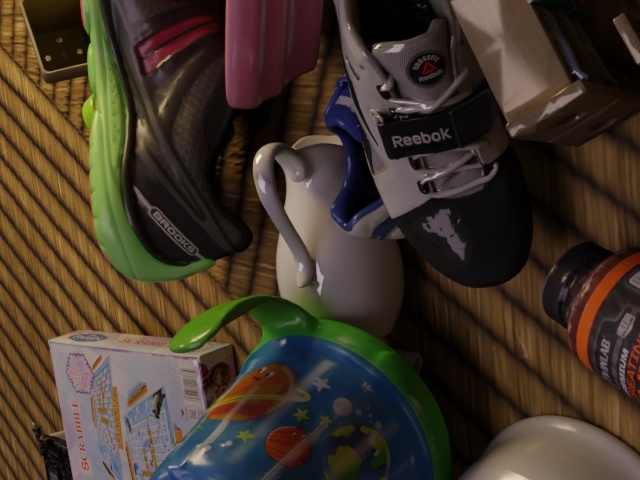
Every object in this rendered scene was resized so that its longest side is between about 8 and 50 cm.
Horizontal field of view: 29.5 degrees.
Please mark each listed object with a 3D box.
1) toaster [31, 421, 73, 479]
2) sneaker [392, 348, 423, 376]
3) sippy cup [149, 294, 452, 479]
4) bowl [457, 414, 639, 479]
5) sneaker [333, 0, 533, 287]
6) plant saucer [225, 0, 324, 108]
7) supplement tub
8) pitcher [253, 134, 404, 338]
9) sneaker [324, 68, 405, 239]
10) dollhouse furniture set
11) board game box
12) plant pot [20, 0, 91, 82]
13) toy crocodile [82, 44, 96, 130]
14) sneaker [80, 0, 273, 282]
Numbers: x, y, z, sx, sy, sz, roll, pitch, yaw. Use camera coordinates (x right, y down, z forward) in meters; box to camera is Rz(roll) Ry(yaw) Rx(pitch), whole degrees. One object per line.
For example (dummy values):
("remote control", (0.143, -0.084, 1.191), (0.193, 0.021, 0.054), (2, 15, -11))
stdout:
("toaster", (-0.348, 0.367, 1.871), (0.168, 0.110, 0.185), (5, 106, 53))
("sneaker", (0.092, 0.214, 1.224), (0.094, 0.080, 0.212), (-16, 87, 44))
("sippy cup", (-0.033, 0.221, 1.105), (0.305, 0.224, 0.240), (39, 130, 14))
("bowl", (0.190, 0.311, 1.061), (0.298, 0.134, 0.297), (24, 120, 50))
("sneaker", (0.078, -0.111, 0.961), (0.146, 0.123, 0.330), (-44, -68, -82))
("plant saucer", (-0.036, -0.284, 1.101), (0.332, 0.084, 0.332), (-177, 90, -87))
("supplement tub", (0.258, 0.072, 0.901), (0.198, 0.106, 0.106), (34, 128, 45))
("pitcher", (0.000, 0.000, 1.183), (0.126, 0.178, 0.207), (-7, 95, 33))
("sneaker", (0.070, -0.138, 1.073), (0.112, 0.131, 0.296), (20, 117, 53))
("dollhouse furniture set", (0.214, -0.170, 0.887), (0.184, 0.129, 0.129), (-32, 73, 30))
("board game box", (-0.226, 0.288, 1.651), (0.318, 0.066, 0.318), (2, 103, 42))
("plant pot", (-0.342, -0.268, 1.643), (0.109, 0.109, 0.096), (70, 158, 8))
("toy crocodile", (-0.201, -0.124, 1.500), (0.115, 0.105, 0.340), (-39, 66, 36))
("sneaker", (-0.155, -0.196, 1.350), (0.185, 0.202, 0.482), (127, 140, -88))
